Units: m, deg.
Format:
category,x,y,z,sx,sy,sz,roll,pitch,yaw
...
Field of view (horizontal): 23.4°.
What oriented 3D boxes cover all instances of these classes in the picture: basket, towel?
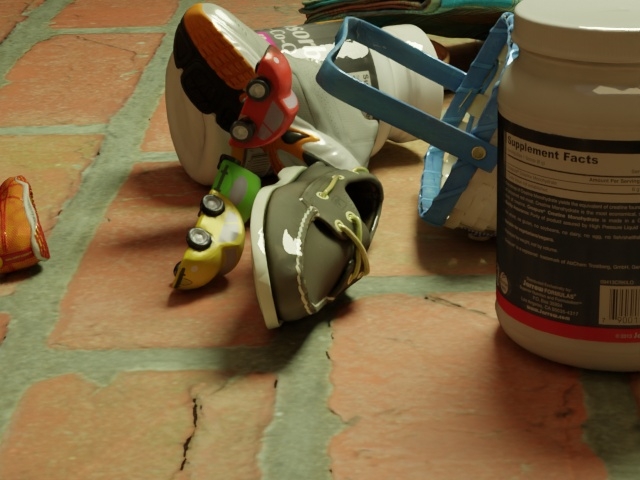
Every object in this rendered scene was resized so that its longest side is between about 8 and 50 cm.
category,x,y,z,sx,sy,sz,roll,pitch,yaw
basket,0.137,-0.121,1.483,0.289,0.201,0.255,30,21,-3
towel,0.196,-0.299,2.064,0.370,0.040,0.271,-1,2,-39

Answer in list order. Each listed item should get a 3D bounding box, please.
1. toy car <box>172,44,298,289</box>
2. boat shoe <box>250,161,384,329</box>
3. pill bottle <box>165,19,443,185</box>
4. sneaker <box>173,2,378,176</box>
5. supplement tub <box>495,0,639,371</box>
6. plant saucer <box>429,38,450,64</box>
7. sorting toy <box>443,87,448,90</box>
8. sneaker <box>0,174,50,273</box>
category,x,y,z,sx,sy,sz,roll,pitch,yaw
toy car,-0.078,-0.053,1.471,0.053,0.239,0.225,22,-7,-4
boat shoe,0.000,-0.004,1.357,0.091,0.109,0.305,-4,16,8
pill bottle,-0.017,-0.156,1.693,0.278,0.162,0.162,-11,22,-23
sneaker,-0.040,-0.152,1.546,0.099,0.262,0.121,-13,41,41
supplement tub,0.235,-0.051,1.225,0.191,0.272,0.191,-1,20,0
plant saucer,0.064,-0.222,1.961,0.200,0.037,0.200,1,24,0
sorting toy,0.052,-0.222,2.042,0.193,0.038,0.208,-12,22,-25
sneaker,-0.304,-0.019,1.491,0.067,0.064,0.175,-16,20,-9
